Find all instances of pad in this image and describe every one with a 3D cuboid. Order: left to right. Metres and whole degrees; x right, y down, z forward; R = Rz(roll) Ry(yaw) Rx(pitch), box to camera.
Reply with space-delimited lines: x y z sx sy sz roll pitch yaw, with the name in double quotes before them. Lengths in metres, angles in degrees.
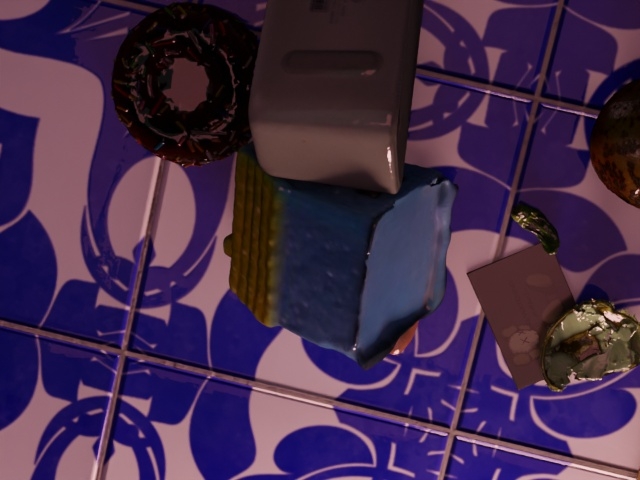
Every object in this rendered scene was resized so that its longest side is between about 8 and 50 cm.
"pad" 0.306 0.108 1.960 0.127 0.004 0.190 -23 96 8

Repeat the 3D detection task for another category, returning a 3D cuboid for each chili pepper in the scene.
"chili pepper" 0.307 -0.020 1.928 0.091 0.034 0.030 45 133 -3

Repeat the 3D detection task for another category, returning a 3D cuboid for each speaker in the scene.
"speaker" 0.030 -0.267 1.747 0.184 0.183 0.406 4 61 9

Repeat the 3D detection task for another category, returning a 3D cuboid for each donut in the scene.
"donut" -0.183 -0.216 1.902 0.235 0.089 0.235 0 98 4

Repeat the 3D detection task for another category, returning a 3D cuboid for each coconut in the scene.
"coconut" 0.387 0.144 1.929 0.158 0.055 0.133 -5 97 3

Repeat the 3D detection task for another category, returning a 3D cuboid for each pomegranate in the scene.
"pomegranate" 0.464 -0.118 1.837 0.198 0.246 0.198 -6 62 10

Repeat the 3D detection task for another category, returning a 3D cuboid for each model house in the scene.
"model house" 0.000 0.000 1.841 0.303 0.215 0.237 19 122 24

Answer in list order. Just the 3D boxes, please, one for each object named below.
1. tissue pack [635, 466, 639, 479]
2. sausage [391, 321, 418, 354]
"tissue pack" 0.547 0.353 1.939 0.186 0.090 0.222 14 99 4
"sausage" 0.136 0.077 1.947 0.043 0.043 0.186 20 100 1
